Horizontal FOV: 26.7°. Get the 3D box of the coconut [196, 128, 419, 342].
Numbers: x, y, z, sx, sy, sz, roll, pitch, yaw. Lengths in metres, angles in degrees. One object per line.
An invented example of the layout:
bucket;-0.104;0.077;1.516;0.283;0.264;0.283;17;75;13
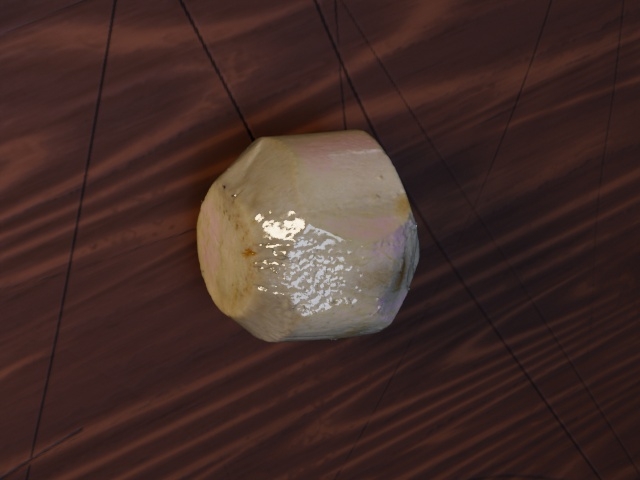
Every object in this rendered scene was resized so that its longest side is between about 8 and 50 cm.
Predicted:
coconut;0.000;-0.004;1.397;0.241;0.241;0.241;-12;117;-24
